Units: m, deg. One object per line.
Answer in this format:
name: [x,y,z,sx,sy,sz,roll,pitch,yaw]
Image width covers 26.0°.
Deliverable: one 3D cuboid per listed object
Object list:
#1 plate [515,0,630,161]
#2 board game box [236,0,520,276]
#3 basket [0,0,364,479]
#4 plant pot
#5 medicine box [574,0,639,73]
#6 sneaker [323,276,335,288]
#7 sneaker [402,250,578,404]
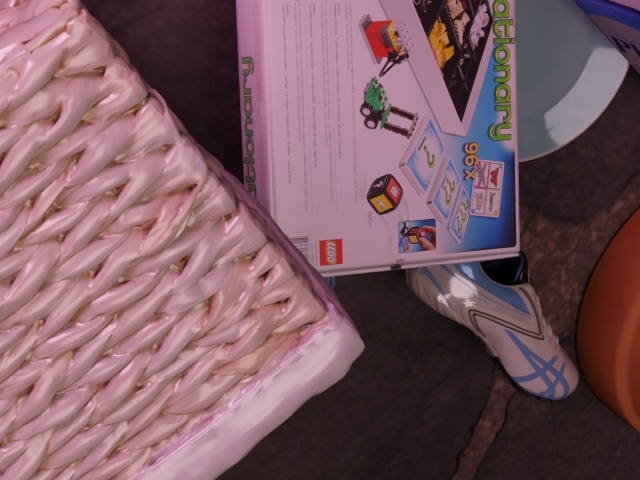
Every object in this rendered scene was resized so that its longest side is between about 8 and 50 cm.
plate: [0.164,-0.150,1.082,0.188,0.024,0.188,-13,124,-20]
board game box: [0.041,-0.133,0.940,0.193,0.053,0.305,-5,97,-25]
basket: [-0.218,0.013,0.790,0.331,0.328,0.266,-40,125,-2]
plant pot: [0.408,0.093,1.241,0.291,0.203,0.291,-13,123,-22]
medicine box: [0.385,-0.196,1.068,0.289,0.149,0.263,37,88,-36]
sneaker: [0.000,0.000,1.019,0.240,0.126,0.091,-41,129,0]
sneaker: [0.161,0.063,1.168,0.086,0.085,0.237,-43,130,7]
